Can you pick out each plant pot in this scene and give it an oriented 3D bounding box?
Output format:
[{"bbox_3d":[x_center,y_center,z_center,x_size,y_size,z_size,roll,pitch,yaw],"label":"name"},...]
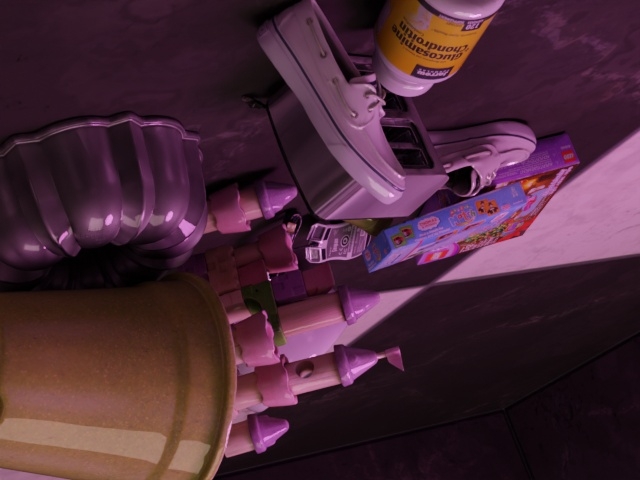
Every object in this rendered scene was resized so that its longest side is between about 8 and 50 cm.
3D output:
[{"bbox_3d":[0.052,-0.053,1.776,0.079,0.083,0.083,10,147,-37],"label":"plant pot"},{"bbox_3d":[-0.271,0.158,1.399,0.254,0.276,0.276,9,148,-35],"label":"plant pot"}]

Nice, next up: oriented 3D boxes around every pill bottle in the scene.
[{"bbox_3d":[0.114,-0.225,1.293,0.103,0.103,0.184,-13,160,-21],"label":"pill bottle"}]

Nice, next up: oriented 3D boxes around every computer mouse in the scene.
[{"bbox_3d":[0.000,0.000,1.875,0.193,0.042,0.106,-8,114,-47],"label":"computer mouse"}]

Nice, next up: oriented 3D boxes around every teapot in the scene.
[{"bbox_3d":[-0.090,0.134,1.998,0.256,0.187,0.252,-46,-179,18],"label":"teapot"}]

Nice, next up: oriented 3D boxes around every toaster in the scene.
[{"bbox_3d":[0.036,-0.116,1.431,0.186,0.168,0.110,-3,152,-45],"label":"toaster"}]

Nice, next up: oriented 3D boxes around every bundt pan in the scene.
[{"bbox_3d":[-0.277,-0.012,1.463,0.331,0.124,0.331,-18,162,-6],"label":"bundt pan"}]

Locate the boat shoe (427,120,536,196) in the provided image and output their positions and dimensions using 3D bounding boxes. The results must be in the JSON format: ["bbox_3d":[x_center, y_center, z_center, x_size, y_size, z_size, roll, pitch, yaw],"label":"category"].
[{"bbox_3d":[0.199,-0.105,1.748,0.267,0.088,0.096,-6,157,-36],"label":"boat shoe"}]

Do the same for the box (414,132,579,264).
[{"bbox_3d":[0.265,-0.060,1.994,0.201,0.057,0.293,-15,161,-14],"label":"box"}]

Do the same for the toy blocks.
[{"bbox_3d":[-0.044,0.102,1.668,0.260,0.288,0.309,-16,141,1],"label":"toy blocks"}]

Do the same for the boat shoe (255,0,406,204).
[{"bbox_3d":[0.027,-0.142,1.272,0.076,0.226,0.083,-35,-171,18],"label":"boat shoe"}]

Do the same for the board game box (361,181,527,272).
[{"bbox_3d":[0.176,-0.017,1.817,0.211,0.039,0.160,-18,171,-13],"label":"board game box"}]
